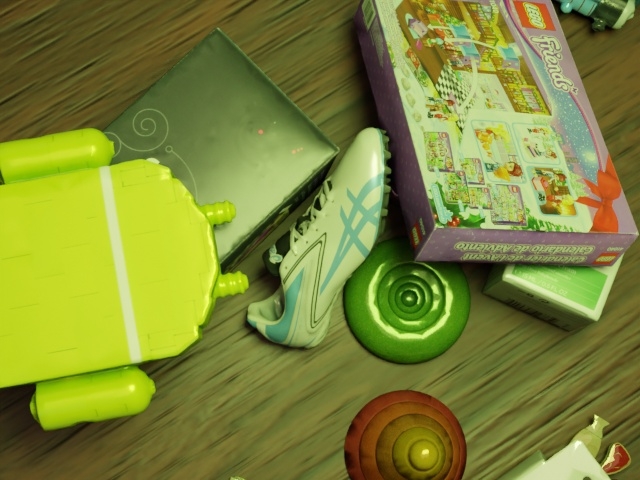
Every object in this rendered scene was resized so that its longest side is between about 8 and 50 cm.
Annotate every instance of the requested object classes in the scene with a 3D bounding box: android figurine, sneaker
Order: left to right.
[{"bbox_3d":[-0.199,0.028,0.990,0.272,0.056,0.248,-12,83,-3],"label":"android figurine"},{"bbox_3d":[0.000,0.000,1.096,0.086,0.085,0.237,17,116,-16],"label":"sneaker"}]

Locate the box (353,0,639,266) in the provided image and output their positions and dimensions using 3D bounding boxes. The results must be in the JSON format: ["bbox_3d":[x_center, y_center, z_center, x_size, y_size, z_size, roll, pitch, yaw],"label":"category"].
[{"bbox_3d":[0.156,-0.112,1.103,0.200,0.057,0.293,2,55,-19],"label":"box"}]

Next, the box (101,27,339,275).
[{"bbox_3d":[-0.136,-0.037,1.106,0.165,0.143,0.270,45,80,2],"label":"box"}]

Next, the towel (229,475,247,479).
[{"bbox_3d":[-0.056,0.266,1.134,0.083,0.009,0.060,20,81,-1],"label":"towel"}]

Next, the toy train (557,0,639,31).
[{"bbox_3d":[0.259,-0.286,1.212,0.184,0.080,0.105,27,89,-2],"label":"toy train"}]

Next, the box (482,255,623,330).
[{"bbox_3d":[0.226,0.026,1.147,0.101,0.102,0.087,24,78,0],"label":"box"}]

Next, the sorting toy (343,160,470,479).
[{"bbox_3d":[0.090,0.076,1.117,0.127,0.126,0.366,2,82,-4],"label":"sorting toy"}]

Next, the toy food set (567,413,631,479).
[{"bbox_3d":[0.258,0.239,1.158,0.078,0.019,0.122,41,81,3],"label":"toy food set"}]

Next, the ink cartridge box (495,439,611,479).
[{"bbox_3d":[0.195,0.272,1.108,0.181,0.061,0.104,-36,86,5],"label":"ink cartridge box"}]
